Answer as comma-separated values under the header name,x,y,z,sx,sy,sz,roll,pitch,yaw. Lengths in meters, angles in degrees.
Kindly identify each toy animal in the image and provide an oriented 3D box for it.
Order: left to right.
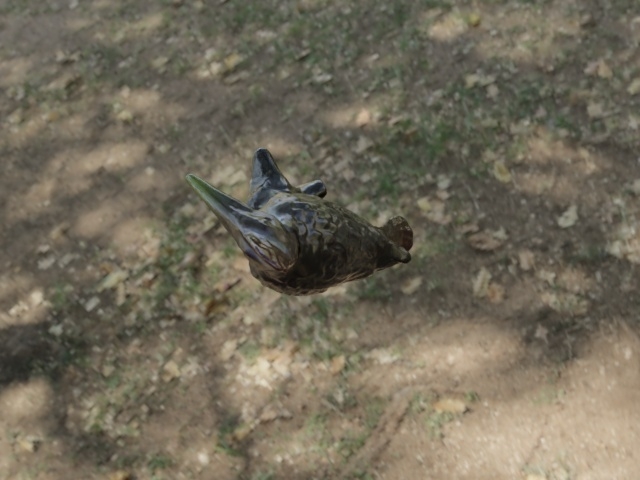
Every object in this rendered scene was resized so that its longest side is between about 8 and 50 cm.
name,x,y,z,sx,sy,sz,roll,pitch,yaw
toy animal,-0.008,-0.003,0.538,0.105,0.202,0.070,17,96,10
